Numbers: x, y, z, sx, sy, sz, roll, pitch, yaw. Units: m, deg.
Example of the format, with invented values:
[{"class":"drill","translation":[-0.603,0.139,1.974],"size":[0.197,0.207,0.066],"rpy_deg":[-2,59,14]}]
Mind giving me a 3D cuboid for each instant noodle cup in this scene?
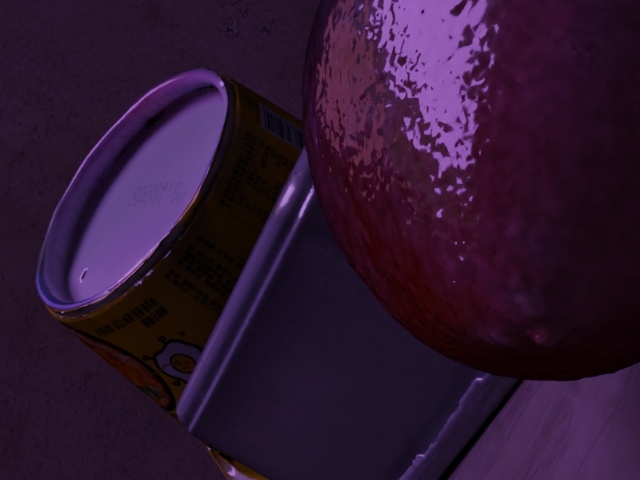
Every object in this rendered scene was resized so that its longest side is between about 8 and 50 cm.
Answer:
[{"class":"instant noodle cup","translation":[-0.072,0.022,1.299],"size":[0.325,0.254,0.326],"rpy_deg":[-35,35,29]}]

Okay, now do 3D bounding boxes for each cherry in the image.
[{"class":"cherry","translation":[0.103,-0.052,0.611],"size":[0.239,0.206,0.239],"rpy_deg":[-4,86,56]}]

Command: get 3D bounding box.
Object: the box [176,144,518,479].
[{"class":"box","translation":[0.029,0.055,1.033],"size":[0.312,0.182,0.175],"rpy_deg":[-61,4,43]}]
